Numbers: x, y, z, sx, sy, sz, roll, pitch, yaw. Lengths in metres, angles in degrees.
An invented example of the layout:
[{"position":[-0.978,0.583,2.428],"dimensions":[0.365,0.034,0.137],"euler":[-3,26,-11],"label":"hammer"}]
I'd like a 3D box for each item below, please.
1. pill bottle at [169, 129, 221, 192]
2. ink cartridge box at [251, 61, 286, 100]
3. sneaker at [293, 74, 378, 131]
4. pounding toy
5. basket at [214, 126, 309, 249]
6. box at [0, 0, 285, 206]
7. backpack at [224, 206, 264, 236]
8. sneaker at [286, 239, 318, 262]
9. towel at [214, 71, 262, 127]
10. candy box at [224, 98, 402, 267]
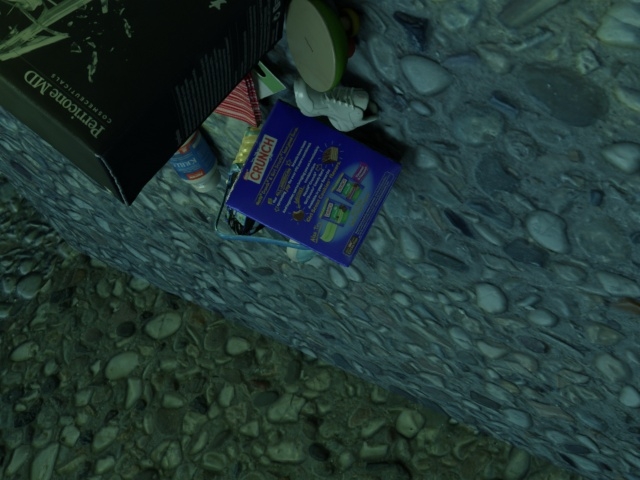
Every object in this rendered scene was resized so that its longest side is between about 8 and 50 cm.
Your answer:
[{"position":[-0.376,-0.243,2.300],"dimensions":[0.124,0.124,0.221],"euler":[17,153,34],"label":"pill bottle"},{"position":[-0.181,-0.399,1.812],"dimensions":[0.171,0.056,0.235],"euler":[43,154,-23],"label":"ink cartridge box"},{"position":[0.040,-0.298,1.642],"dimensions":[0.115,0.090,0.232],"euler":[-7,169,37],"label":"sneaker"},{"position":[0.016,-0.412,1.500],"dimensions":[0.183,0.110,0.236],"euler":[11,121,64],"label":"pounding toy"},{"position":[-0.110,-0.122,1.939],"dimensions":[0.255,0.289,0.201],"euler":[9,153,2],"label":"basket"},{"position":[-0.391,-0.410,1.425],"dimensions":[0.480,0.471,0.297],"euler":[38,167,5],"label":"box"},{"position":[-0.193,-0.105,2.308],"dimensions":[0.117,0.158,0.173],"euler":[46,148,18],"label":"backpack"},{"position":[0.000,0.000,2.279],"dimensions":[0.150,0.135,0.366],"euler":[34,159,7],"label":"sneaker"},{"position":[-0.241,-0.352,1.824],"dimensions":[0.199,0.031,0.275],"euler":[19,165,8],"label":"towel"},{"position":[-0.016,-0.132,1.790],"dimensions":[0.317,0.268,0.122],"euler":[28,-173,-5],"label":"candy box"}]
